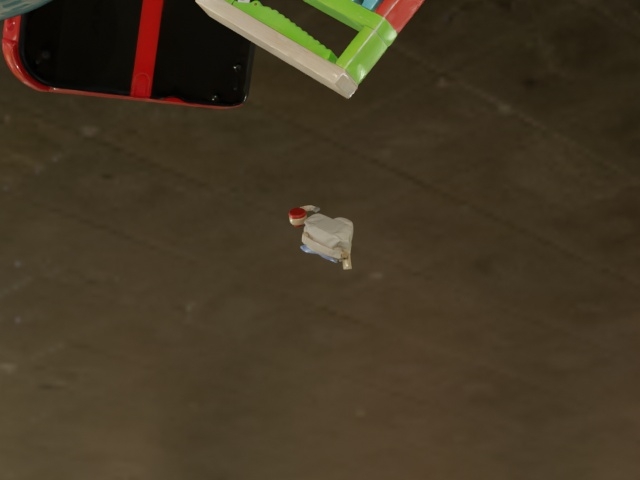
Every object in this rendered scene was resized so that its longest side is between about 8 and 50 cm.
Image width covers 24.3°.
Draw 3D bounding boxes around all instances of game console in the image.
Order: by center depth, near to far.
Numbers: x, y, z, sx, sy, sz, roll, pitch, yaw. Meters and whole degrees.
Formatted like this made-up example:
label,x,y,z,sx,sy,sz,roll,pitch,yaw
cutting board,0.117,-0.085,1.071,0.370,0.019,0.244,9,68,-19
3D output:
label,x,y,z,sx,sy,sz,roll,pitch,yaw
game console,-0.231,-0.374,1.954,0.342,0.386,0.060,3,-166,-27

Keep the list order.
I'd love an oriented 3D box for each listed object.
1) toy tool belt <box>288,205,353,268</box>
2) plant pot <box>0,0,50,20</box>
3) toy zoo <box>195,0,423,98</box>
label,x,y,z,sx,sy,sz,roll,pitch,yaw
toy tool belt,0.000,0.000,1.606,0.083,0.052,0.051,22,132,36
plant pot,-0.307,-0.374,1.529,0.195,0.290,0.290,1,162,35
toy zoo,0.043,-0.281,1.291,0.192,0.293,0.030,35,176,36
